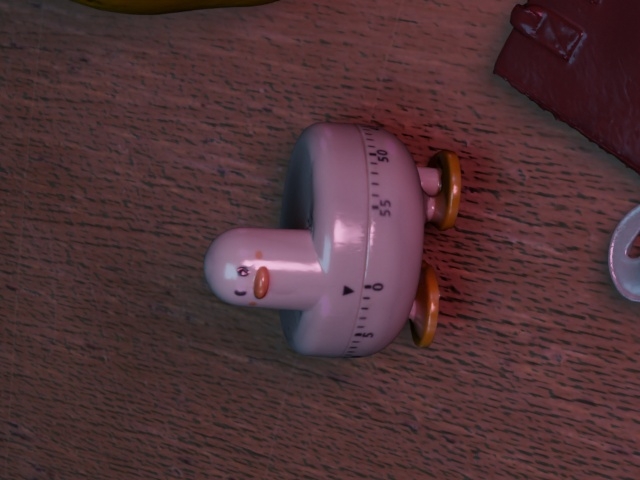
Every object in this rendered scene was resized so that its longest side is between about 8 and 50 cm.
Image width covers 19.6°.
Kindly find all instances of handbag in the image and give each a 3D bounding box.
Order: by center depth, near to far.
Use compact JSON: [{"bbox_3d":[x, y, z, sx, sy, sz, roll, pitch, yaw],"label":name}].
[{"bbox_3d":[0.307,-0.188,1.599,0.275,0.084,0.260,35,121,25],"label":"handbag"}]

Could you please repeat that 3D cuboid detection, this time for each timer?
[{"bbox_3d":[0.000,0.000,1.783,0.240,0.233,0.233,4,114,-11],"label":"timer"}]

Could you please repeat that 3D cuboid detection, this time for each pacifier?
[{"bbox_3d":[0.325,0.018,1.639,0.150,0.116,0.127,44,100,21],"label":"pacifier"}]

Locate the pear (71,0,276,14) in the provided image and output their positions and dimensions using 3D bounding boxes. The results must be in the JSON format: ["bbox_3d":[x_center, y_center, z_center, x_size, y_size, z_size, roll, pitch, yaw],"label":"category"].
[{"bbox_3d":[-0.159,-0.390,1.710,0.418,0.362,0.362,32,126,-6],"label":"pear"}]
